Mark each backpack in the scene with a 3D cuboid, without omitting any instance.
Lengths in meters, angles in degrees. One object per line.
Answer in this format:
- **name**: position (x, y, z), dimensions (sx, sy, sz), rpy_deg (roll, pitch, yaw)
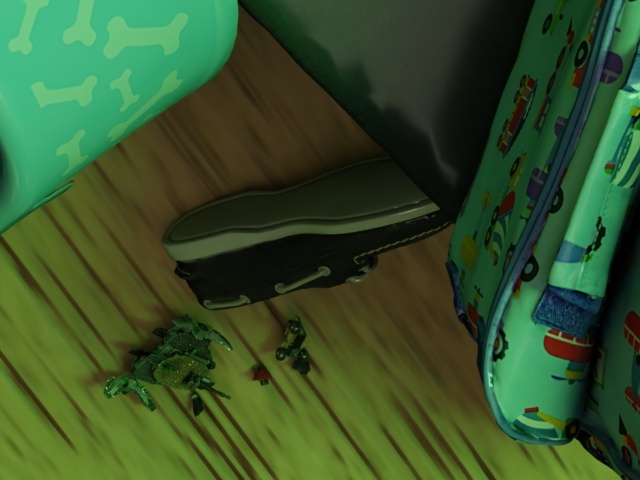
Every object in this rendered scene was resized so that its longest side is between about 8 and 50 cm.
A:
- **backpack**: position (0.104, -0.003, 0.386), dimensions (0.116, 0.173, 0.158), rpy_deg (18, 107, -7)

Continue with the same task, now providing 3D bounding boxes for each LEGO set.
- **LEGO set**: position (-0.046, 0.045, 0.697), dimensions (0.083, 0.023, 0.054), rpy_deg (-1, 136, -19)

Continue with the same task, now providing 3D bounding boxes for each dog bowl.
- **dog bowl**: position (-0.139, -0.062, 0.526), dimensions (0.166, 0.297, 0.074), rpy_deg (44, 64, -11)

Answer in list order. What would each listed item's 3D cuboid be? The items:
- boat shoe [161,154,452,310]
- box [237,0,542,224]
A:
- **boat shoe**: position (0.000, 0.000, 0.658), dimensions (0.125, 0.046, 0.038), rpy_deg (-13, 117, 24)
- **box**: position (0.110, -0.157, 0.539), dimensions (0.293, 0.212, 0.395), rpy_deg (-42, 103, 11)
